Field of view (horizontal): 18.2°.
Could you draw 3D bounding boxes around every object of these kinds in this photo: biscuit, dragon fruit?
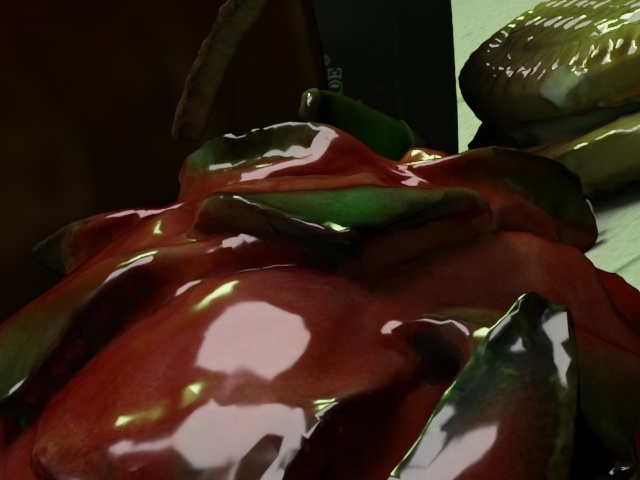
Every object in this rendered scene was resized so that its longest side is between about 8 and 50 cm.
[{"bbox_3d":[0.185,-0.104,1.058,0.259,0.079,0.259,-24,13,6],"label":"biscuit"},{"bbox_3d":[0.000,0.087,0.439,0.192,0.193,0.274,6,53,4],"label":"dragon fruit"}]

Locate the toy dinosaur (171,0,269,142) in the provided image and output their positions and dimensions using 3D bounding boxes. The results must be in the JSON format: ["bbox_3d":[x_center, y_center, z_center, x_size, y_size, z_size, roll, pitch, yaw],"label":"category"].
[{"bbox_3d":[0.158,-0.045,0.386,0.327,0.113,0.206,-2,20,-25],"label":"toy dinosaur"}]

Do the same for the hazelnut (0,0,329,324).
[{"bbox_3d":[-0.179,-0.001,0.636,0.353,0.421,0.421,-9,22,46],"label":"hazelnut"}]

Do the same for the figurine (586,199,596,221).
[{"bbox_3d":[0.077,0.002,0.947,0.109,0.047,0.064,-18,37,12],"label":"figurine"}]

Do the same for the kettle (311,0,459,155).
[{"bbox_3d":[-0.078,-0.125,1.050,0.290,0.268,0.207,-2,29,0],"label":"kettle"}]
